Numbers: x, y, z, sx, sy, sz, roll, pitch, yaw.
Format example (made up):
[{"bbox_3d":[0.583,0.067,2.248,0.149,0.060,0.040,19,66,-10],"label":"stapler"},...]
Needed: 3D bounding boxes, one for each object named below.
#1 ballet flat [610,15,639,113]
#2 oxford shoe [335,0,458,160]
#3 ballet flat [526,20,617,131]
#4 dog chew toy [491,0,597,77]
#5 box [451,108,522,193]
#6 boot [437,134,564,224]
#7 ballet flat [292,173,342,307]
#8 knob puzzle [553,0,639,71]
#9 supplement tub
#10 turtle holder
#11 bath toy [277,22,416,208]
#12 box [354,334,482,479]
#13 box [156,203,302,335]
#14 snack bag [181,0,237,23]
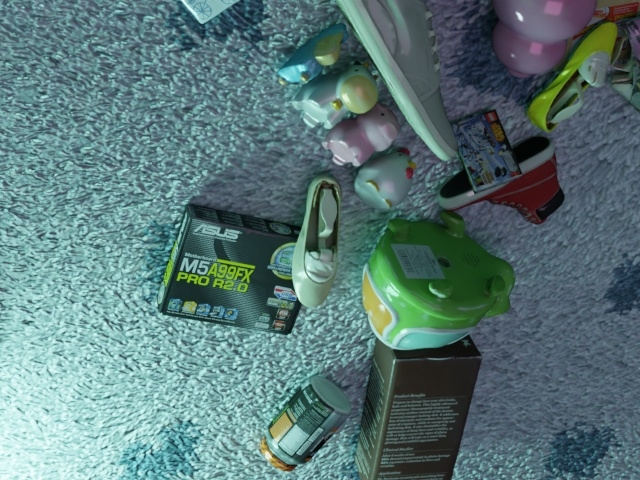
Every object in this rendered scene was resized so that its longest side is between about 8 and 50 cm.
[{"bbox_3d":[0.577,-0.320,1.907,0.079,0.077,0.221,-6,135,9],"label":"ballet flat"},{"bbox_3d":[0.146,-0.324,1.745,0.130,0.169,0.449,-31,118,3],"label":"oxford shoe"},{"bbox_3d":[0.471,-0.289,1.877,0.077,0.077,0.231,16,126,-38],"label":"ballet flat"},{"bbox_3d":[0.381,-0.429,1.728,0.207,0.206,0.332,1,127,-16],"label":"dog chew toy"},{"bbox_3d":[0.304,-0.165,1.907,0.094,0.137,0.027,-19,167,-2],"label":"box"},{"bbox_3d":[0.355,-0.076,1.995,0.244,0.088,0.176,-25,125,-4],"label":"boot"},{"bbox_3d":[0.000,0.000,1.881,0.086,0.086,0.248,5,88,-18],"label":"ballet flat"},{"bbox_3d":[0.507,-0.403,1.856,0.213,0.030,0.213,-12,138,-11],"label":"knob puzzle"},{"bbox_3d":[-0.034,0.384,2.144,0.117,0.117,0.190,30,109,-28],"label":"supplement tub"},{"bbox_3d":[0.220,0.085,1.992,0.320,0.243,0.227,-27,153,-46],"label":"turtle holder"},{"bbox_3d":[0.073,-0.208,1.819,0.129,0.151,0.348,-52,127,-25],"label":"bath toy"},{"bbox_3d":[0.198,0.362,2.183,0.191,0.143,0.381,0,122,-15],"label":"box"},{"bbox_3d":[-0.152,0.059,1.950,0.270,0.060,0.216,12,117,-21],"label":"box"},{"bbox_3d":[-0.133,-0.522,1.556,0.342,0.037,0.323,-27,134,15],"label":"snack bag"}]
